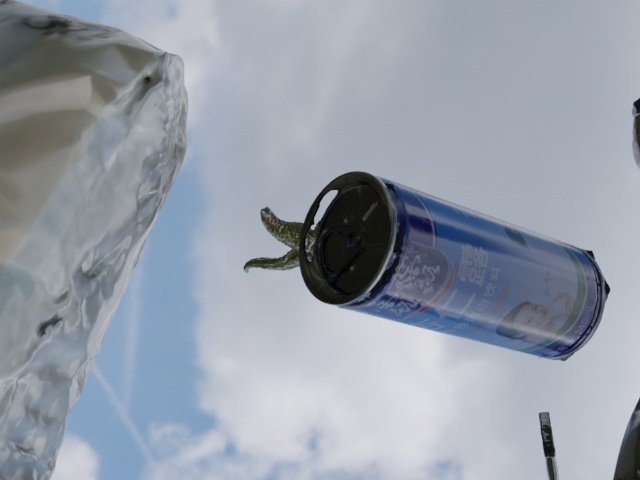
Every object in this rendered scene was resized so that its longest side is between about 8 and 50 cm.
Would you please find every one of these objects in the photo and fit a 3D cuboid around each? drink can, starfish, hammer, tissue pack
[{"bbox_3d":[0.101,0.023,0.907,0.097,0.235,0.097,-21,-119,44],"label":"drink can"},{"bbox_3d":[0.000,0.002,1.594,0.223,0.217,0.050,-21,-115,20],"label":"starfish"},{"bbox_3d":[0.235,0.261,1.248,0.062,0.013,0.198,-84,163,-58],"label":"hammer"},{"bbox_3d":[-0.274,0.019,0.548,0.390,0.376,0.195,-64,163,-15],"label":"tissue pack"}]

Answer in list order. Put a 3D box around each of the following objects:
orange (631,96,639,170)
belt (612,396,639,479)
[{"bbox_3d":[0.435,-0.110,1.480,0.160,0.170,0.112,-40,-150,56],"label":"orange"},{"bbox_3d":[0.351,0.178,1.118,0.184,0.105,0.261,151,-40,-71],"label":"belt"}]
